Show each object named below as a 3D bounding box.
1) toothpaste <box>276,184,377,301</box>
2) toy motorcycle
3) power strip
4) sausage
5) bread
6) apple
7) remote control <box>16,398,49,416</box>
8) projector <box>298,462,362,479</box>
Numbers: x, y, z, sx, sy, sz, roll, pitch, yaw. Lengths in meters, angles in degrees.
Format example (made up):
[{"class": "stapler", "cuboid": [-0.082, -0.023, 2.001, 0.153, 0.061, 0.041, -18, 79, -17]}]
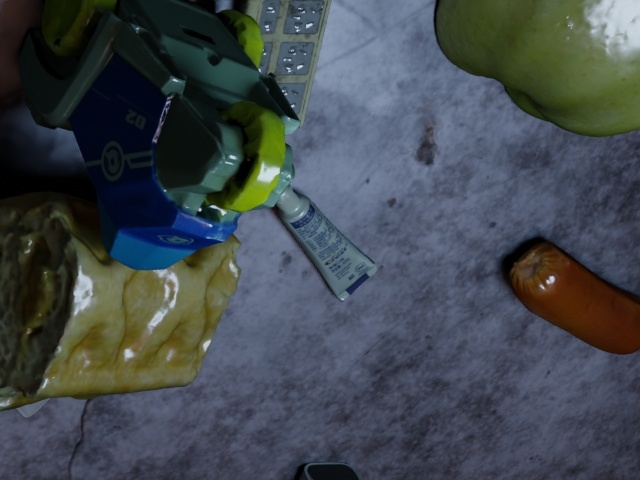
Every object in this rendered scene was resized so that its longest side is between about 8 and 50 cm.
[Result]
[{"class": "toothpaste", "cuboid": [0.000, 0.000, 1.522, 0.062, 0.037, 0.216, -38, 138, 3]}, {"class": "toy motorcycle", "cuboid": [-0.137, -0.094, 1.172, 0.191, 0.326, 0.200, 17, 118, -36]}, {"class": "power strip", "cuboid": [-0.036, -0.224, 1.325, 0.092, 0.034, 0.268, -4, 126, -26]}, {"class": "sausage", "cuboid": [0.349, 0.085, 1.748, 0.300, 0.083, 0.089, 27, 97, -42]}, {"class": "bread", "cuboid": [-0.228, 0.056, 1.284, 0.252, 0.196, 0.239, 14, 104, -60]}, {"class": "apple", "cuboid": [0.322, -0.276, 1.448, 0.320, 0.311, 0.360, 42, 101, 2]}, {"class": "remote control", "cuboid": [-0.344, 0.054, 1.363, 0.109, 0.055, 0.313, -45, 133, -16]}, {"class": "projector", "cuboid": [0.009, 0.350, 1.768, 0.083, 0.083, 0.082, 5, 122, -32]}]
